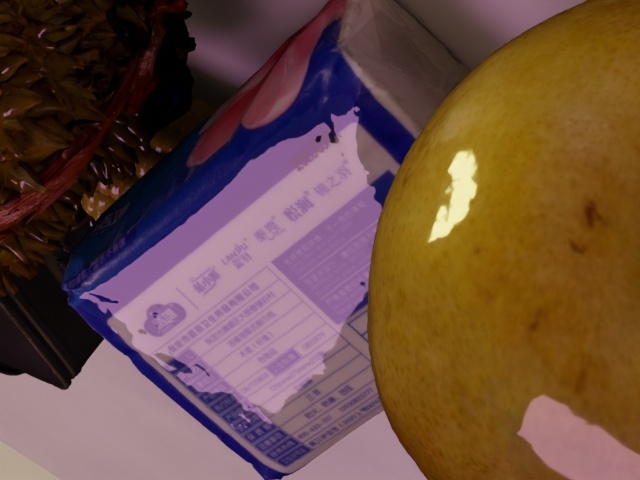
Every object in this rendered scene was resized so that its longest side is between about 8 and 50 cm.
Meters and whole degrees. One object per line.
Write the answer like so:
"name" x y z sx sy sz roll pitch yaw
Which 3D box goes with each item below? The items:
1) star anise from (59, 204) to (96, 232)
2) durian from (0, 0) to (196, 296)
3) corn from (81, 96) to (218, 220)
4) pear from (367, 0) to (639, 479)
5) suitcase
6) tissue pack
"star anise" -0.213 -0.053 1.321 0.177 0.073 0.234 35 131 6
"durian" -0.240 -0.119 0.945 0.348 0.347 0.384 26 145 22
"corn" -0.027 -0.009 1.134 0.345 0.131 0.131 26 157 16
"pear" 0.170 0.032 0.706 0.314 0.314 0.314 29 158 13
"suitcase" -0.395 -0.025 1.538 0.434 0.194 0.283 19 153 31
"tissue pack" 0.000 0.000 0.963 0.209 0.137 0.270 43 122 -12
